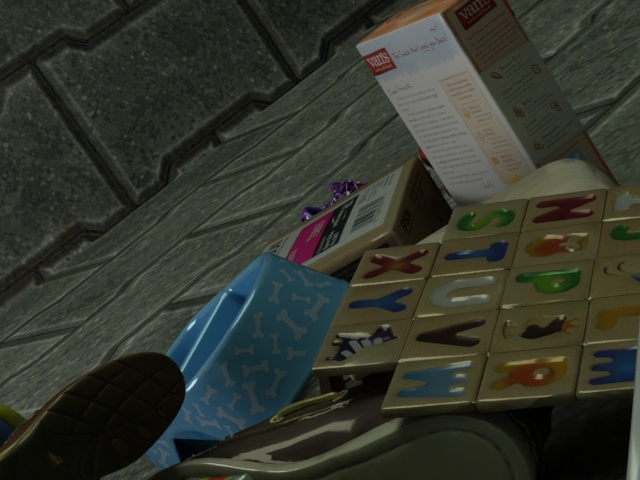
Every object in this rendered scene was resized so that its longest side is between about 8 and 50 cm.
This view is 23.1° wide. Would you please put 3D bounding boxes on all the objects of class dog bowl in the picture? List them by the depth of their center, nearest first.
[{"bbox_3d":[-0.077,0.107,1.299,0.166,0.074,0.297,-62,11,-30],"label":"dog bowl"}]

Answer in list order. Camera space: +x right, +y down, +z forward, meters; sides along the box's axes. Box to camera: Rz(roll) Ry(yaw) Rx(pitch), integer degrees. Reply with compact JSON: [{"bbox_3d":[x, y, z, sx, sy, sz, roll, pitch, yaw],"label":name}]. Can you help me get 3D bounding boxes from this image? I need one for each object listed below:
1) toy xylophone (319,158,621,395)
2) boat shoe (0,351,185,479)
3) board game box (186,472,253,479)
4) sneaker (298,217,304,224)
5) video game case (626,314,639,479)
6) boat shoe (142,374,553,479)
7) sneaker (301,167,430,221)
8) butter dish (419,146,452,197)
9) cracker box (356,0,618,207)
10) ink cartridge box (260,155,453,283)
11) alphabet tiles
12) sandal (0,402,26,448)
[{"bbox_3d":[0.117,0.048,1.205,0.322,0.081,0.236,-30,14,17],"label":"toy xylophone"},{"bbox_3d":[-0.164,0.130,0.984,0.178,0.064,0.060,-39,14,-25],"label":"boat shoe"},{"bbox_3d":[-0.118,0.240,0.918,0.144,0.142,0.275,-42,14,-33],"label":"board game box"},{"bbox_3d":[0.000,0.000,1.743,0.098,0.069,0.038,-42,14,-32],"label":"sneaker"},{"bbox_3d":[0.277,0.026,0.759,0.285,0.025,0.204,-21,45,41],"label":"video game case"},{"bbox_3d":[0.001,0.157,1.012,0.324,0.117,0.097,-22,15,31],"label":"boat shoe"},{"bbox_3d":[0.048,-0.045,1.790,0.170,0.071,0.068,-28,13,24],"label":"sneaker"},{"bbox_3d":[0.159,-0.096,1.605,0.160,0.159,0.118,-69,-7,-72],"label":"butter dish"},{"bbox_3d":[0.147,-0.103,1.359,0.067,0.232,0.155,-39,13,-22],"label":"cracker box"},{"bbox_3d":[0.025,0.028,1.524,0.193,0.088,0.235,-29,13,17],"label":"ink cartridge box"},{"bbox_3d":[0.174,0.026,0.993,0.342,0.011,0.285,-7,23,18],"label":"alphabet tiles"},{"bbox_3d":[-0.251,0.242,1.085,0.126,0.317,0.138,3,36,0],"label":"sandal"}]
